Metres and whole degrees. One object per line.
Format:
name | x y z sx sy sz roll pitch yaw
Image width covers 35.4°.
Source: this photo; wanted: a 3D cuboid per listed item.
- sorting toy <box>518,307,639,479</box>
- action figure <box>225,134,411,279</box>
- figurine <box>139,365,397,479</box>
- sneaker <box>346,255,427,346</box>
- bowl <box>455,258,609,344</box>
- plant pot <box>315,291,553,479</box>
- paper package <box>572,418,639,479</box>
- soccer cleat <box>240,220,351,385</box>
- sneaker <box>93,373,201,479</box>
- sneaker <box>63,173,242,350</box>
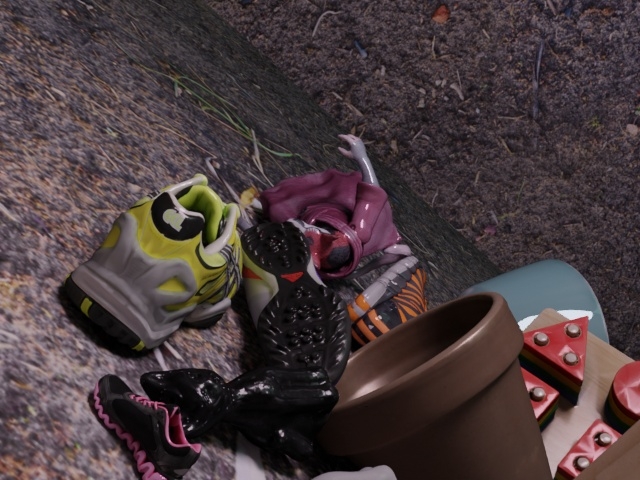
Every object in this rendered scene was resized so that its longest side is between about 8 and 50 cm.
sorting toy | 0.335 0.216 1.322 0.257 0.255 0.089 34 -31 29
action figure | 0.000 0.000 1.537 0.370 0.248 0.276 -90 155 -74
figurine | -0.045 0.202 0.908 0.209 0.092 0.215 15 30 -48
sneaker | 0.136 0.140 1.585 0.180 0.124 0.321 48 24 4
bowl | 0.294 0.184 1.576 0.163 0.312 0.311 1 32 -22
plant pot | 0.139 0.217 1.111 0.229 0.263 0.263 61 12 -5
paper package | 0.415 0.373 1.150 0.309 0.325 0.168 36 15 -29
soccer cleat | -0.032 0.098 1.203 0.318 0.108 0.116 -115 -161 -56
sneaker | -0.140 0.149 0.829 0.119 0.057 0.047 47 16 24
sneaker | -0.136 0.008 1.095 0.145 0.147 0.385 40 11 -2
